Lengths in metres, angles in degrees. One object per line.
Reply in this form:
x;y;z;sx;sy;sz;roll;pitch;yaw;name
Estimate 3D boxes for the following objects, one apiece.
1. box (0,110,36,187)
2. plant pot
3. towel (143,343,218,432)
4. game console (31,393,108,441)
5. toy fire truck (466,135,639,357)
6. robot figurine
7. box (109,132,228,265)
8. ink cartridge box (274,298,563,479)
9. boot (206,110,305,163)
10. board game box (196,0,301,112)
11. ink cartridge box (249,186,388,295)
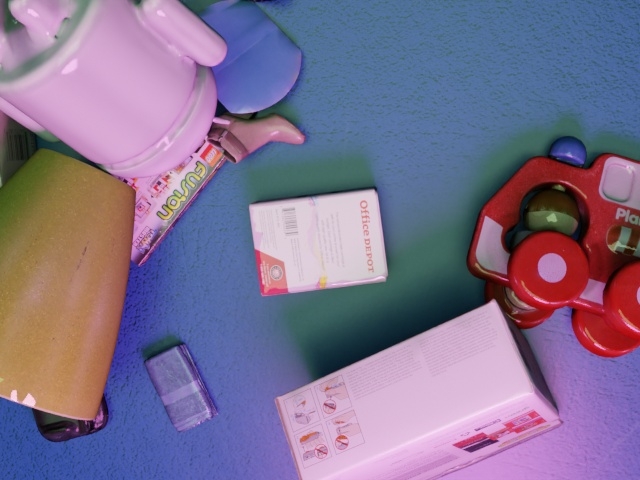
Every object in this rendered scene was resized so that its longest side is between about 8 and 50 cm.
-0.563;-0.124;1.378;0.311;0.148;0.121;-4;97;7;box
-0.357;0.042;1.298;0.274;0.275;0.294;23;83;2;plant pot
-0.201;0.211;1.443;0.067;0.029;0.119;-24;95;7;towel
-0.410;0.114;1.443;0.213;0.044;0.362;-14;94;7;game console
0.355;0.000;1.321;0.302;0.169;0.254;18;74;2;toy fire truck
-0.263;-0.207;1.233;0.299;0.353;0.200;-17;55;27;robot figurine
-0.231;-0.079;1.408;0.114;0.036;0.207;40;98;-1;box
0.141;0.228;1.329;0.309;0.272;0.130;-25;64;12;ink cartridge box
-0.092;-0.138;1.368;0.118;0.042;0.087;29;62;17;boot
-0.110;-0.247;1.375;0.133;0.033;0.169;-41;82;-15;board game box
0.000;0.000;1.378;0.175;0.072;0.128;-7;96;6;ink cartridge box
